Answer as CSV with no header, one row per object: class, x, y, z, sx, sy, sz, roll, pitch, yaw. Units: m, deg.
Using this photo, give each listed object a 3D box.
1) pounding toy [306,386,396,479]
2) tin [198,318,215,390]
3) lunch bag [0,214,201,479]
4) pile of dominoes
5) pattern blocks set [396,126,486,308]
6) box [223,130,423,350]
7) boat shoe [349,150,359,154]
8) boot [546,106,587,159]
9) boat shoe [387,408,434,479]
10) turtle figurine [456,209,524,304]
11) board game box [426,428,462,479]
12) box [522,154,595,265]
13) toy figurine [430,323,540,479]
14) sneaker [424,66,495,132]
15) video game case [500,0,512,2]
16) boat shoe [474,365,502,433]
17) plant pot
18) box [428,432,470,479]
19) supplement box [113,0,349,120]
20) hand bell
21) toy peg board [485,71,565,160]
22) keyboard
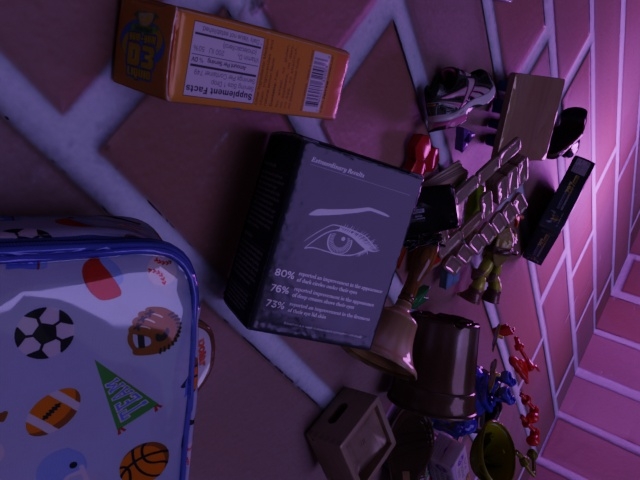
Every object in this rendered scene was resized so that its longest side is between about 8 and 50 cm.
pounding toy,0.053,0.317,1.003,0.141,0.100,0.130,-43,124,-38
tin,-0.183,0.141,0.613,0.189,0.040,0.106,-28,133,-45
lunch bag,-0.220,0.132,0.455,0.243,0.115,0.304,-3,109,-35
pile of dominoes,0.285,-0.061,1.116,0.251,0.040,0.196,-40,138,-17
pattern blocks set,0.205,-0.038,1.067,0.285,0.026,0.325,-17,122,-45
box,0.000,0.000,0.679,0.153,0.108,0.207,15,95,-25
boat shoe,0.018,-0.024,0.781,0.066,0.066,0.183,6,102,-55
boot,0.589,-0.226,1.471,0.219,0.082,0.106,-45,137,-35
boat shoe,0.178,0.433,1.251,0.095,0.095,0.258,-78,171,-69
turtle figurine,0.372,0.025,1.289,0.269,0.087,0.217,-3,109,-54
board game box,0.226,0.583,1.407,0.193,0.053,0.305,19,92,-56
box,0.600,-0.073,1.545,0.233,0.059,0.183,-55,161,-20
toy figurine,0.307,0.362,1.255,0.191,0.217,0.363,47,41,-26
sneaker,0.217,-0.239,0.952,0.178,0.072,0.077,-46,124,-43
video game case,0.272,-0.476,0.941,0.201,0.023,0.184,-16,119,-50
boat shoe,0.420,0.424,1.560,0.112,0.095,0.335,-54,143,-22
plant pot,0.218,0.222,1.120,0.167,0.167,0.165,4,97,-55
box,0.297,0.546,1.381,0.067,0.063,0.324,-50,141,-30
supplement box,-0.072,-0.164,0.571,0.233,0.078,0.080,-5,114,-53
hand bell,0.139,0.086,0.977,0.242,0.126,0.126,-64,147,-18
toy peg board,0.377,-0.242,1.186,0.160,0.079,0.161,-6,113,-37
keyboard,0.139,-0.031,0.952,0.192,0.038,0.100,-9,93,-36
